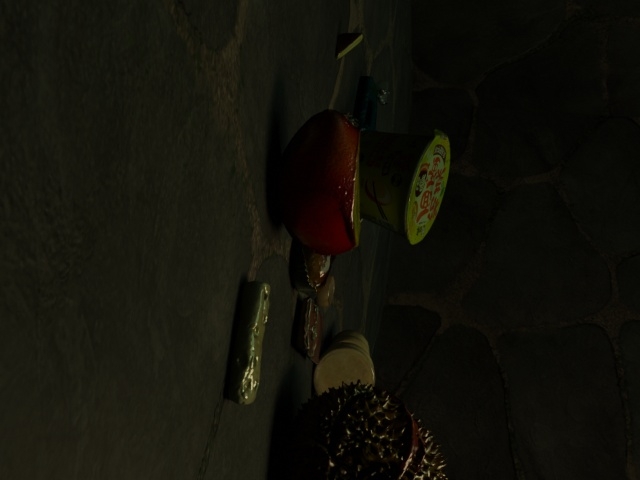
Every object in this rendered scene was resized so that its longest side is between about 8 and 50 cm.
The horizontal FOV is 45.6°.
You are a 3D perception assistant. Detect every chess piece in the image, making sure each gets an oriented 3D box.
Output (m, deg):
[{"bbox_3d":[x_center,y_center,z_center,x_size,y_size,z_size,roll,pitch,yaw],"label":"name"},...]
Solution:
[{"bbox_3d":[0.010,0.123,1.877,0.083,0.038,0.084,6,90,-78],"label":"chess piece"},{"bbox_3d":[0.069,0.326,2.065,0.300,0.167,0.167,-67,161,-80],"label":"chess piece"}]

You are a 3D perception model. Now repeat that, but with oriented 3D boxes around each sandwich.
[{"bbox_3d":[0.059,-0.471,1.812,0.044,0.083,0.031,53,1,20],"label":"sandwich"}]

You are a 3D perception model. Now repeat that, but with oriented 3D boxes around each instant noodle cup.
[{"bbox_3d":[0.196,-0.167,2.066,0.311,0.221,0.311,-48,147,-45],"label":"instant noodle cup"}]

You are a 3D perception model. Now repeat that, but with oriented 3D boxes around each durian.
[{"bbox_3d":[0.087,0.473,1.620,0.384,0.347,0.347,59,25,-21],"label":"durian"}]

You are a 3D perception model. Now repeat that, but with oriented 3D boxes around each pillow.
[{"bbox_3d":[-0.021,0.205,1.731,0.232,0.043,0.126,66,30,-72],"label":"pillow"}]

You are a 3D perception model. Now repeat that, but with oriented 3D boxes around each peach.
[{"bbox_3d":[-0.001,-0.090,1.334,0.154,0.159,0.267,-89,179,-47],"label":"peach"}]

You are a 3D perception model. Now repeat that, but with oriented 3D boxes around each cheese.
[{"bbox_3d":[-0.111,0.159,1.195,0.065,0.043,0.194,60,38,-75],"label":"cheese"}]

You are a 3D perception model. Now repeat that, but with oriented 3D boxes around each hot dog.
[{"bbox_3d":[0.000,0.000,1.629,0.162,0.082,0.270,85,13,-52],"label":"hot dog"}]

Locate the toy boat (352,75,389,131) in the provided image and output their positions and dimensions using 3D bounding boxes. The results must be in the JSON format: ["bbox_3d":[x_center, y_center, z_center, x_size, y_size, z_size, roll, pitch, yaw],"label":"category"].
[{"bbox_3d":[0.143,-0.335,2.226,0.134,0.092,0.299,81,17,-66],"label":"toy boat"}]

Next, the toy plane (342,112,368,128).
[{"bbox_3d":[0.083,-0.314,2.014,0.120,0.049,0.031,17,78,-62],"label":"toy plane"}]
